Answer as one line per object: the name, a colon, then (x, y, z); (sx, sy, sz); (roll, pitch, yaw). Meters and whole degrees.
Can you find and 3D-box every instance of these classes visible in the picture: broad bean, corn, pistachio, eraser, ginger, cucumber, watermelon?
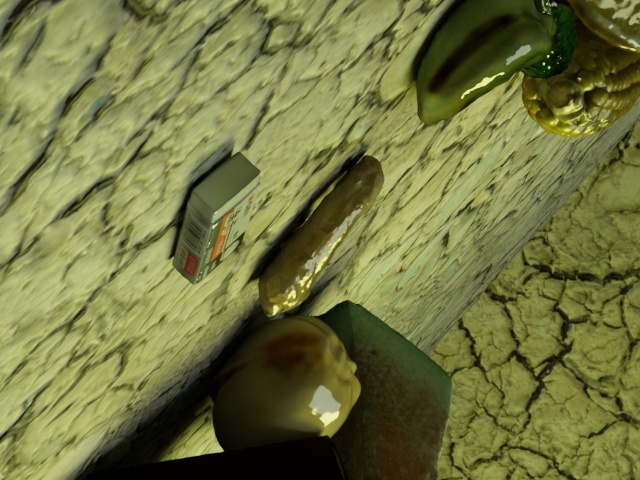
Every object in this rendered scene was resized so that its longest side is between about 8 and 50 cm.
broad bean: (0.145, -0.158, 1.504); (0.153, 0.072, 0.206); (-32, 171, -4)
corn: (0.314, -0.191, 1.968); (0.120, 0.120, 0.363); (-52, 173, 21)
pistachio: (-0.042, 0.156, 1.743); (0.144, 0.144, 0.215); (-39, 172, -43)
eraser: (-0.076, -0.014, 1.236); (0.052, 0.029, 0.122); (-43, 170, -27)
ginger: (0.000, -0.001, 1.550); (0.173, 0.051, 0.069); (-48, 173, 11)
cucumber: (0.214, -0.207, 1.641); (0.069, 0.069, 0.227); (-47, 166, -5)
watermelon: (0.039, 0.248, 1.893); (0.264, 0.151, 0.302); (-54, -147, 39)

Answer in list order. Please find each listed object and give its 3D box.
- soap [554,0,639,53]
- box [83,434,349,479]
soap: (0.146, -0.260, 1.222); (0.169, 0.304, 0.338); (-56, -152, 8)
box: (-0.150, 0.353, 1.760); (0.264, 0.115, 0.415); (-5, 149, -26)
